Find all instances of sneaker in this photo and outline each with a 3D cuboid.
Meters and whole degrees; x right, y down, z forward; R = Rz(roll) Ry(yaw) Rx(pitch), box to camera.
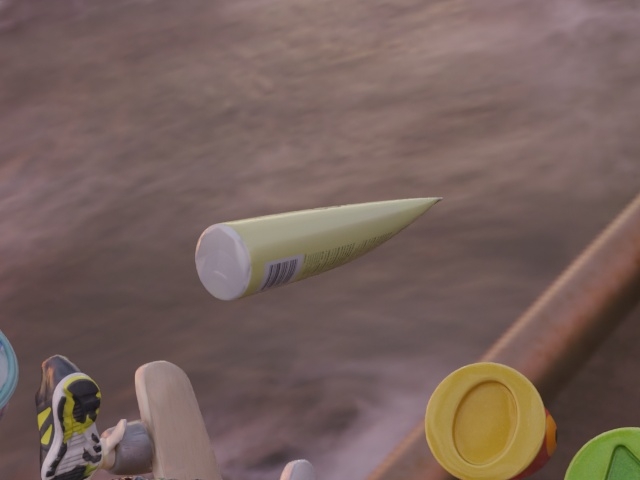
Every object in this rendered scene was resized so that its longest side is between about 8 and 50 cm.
[{"bbox_3d":[-0.131,0.093,0.693,0.031,0.083,0.035,-8,41,-31],"label":"sneaker"}]

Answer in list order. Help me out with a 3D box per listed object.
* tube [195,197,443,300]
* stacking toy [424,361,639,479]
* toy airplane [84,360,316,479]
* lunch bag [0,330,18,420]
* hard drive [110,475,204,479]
[{"bbox_3d":[0.000,0.000,1.114,0.070,0.062,0.240,18,20,38],"label":"tube"},{"bbox_3d":[0.226,0.299,1.325,0.280,0.130,0.308,12,78,21],"label":"stacking toy"},{"bbox_3d":[-0.148,0.387,1.549,0.272,0.384,0.386,-16,41,28],"label":"toy airplane"},{"bbox_3d":[-0.367,0.108,0.970,0.279,0.108,0.224,-37,78,-30],"label":"lunch bag"},{"bbox_3d":[-0.176,0.267,0.784,0.339,0.064,0.236,-21,50,50],"label":"hard drive"}]
